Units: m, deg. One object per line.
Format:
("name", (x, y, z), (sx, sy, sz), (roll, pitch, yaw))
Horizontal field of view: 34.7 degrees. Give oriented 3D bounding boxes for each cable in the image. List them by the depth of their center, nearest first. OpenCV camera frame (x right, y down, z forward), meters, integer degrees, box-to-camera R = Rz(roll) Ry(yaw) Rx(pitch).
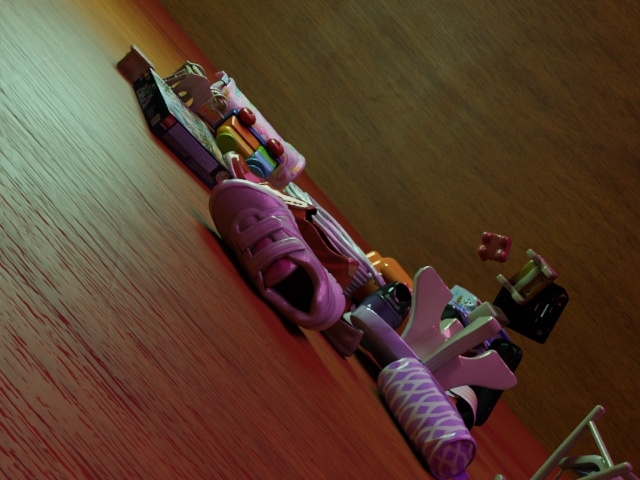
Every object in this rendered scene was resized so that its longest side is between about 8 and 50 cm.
("cable", (0.000, 0.000, 2.077), (0.257, 0.089, 0.257), (42, 8, -46))

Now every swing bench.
("swing bench", (0.493, 0.479, 1.828), (0.253, 0.255, 0.165), (41, 20, -24))

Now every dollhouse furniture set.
("dollhouse furniture set", (-0.291, -0.322, 1.906), (0.161, 0.101, 0.182), (47, 6, -24))
("dollhouse furniture set", (0.326, 0.131, 2.279), (0.201, 0.374, 0.152), (53, 11, 24))

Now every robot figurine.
("robot figurine", (0.149, 0.125, 2.184), (0.128, 0.158, 0.219), (3, 41, -51))

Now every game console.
("game console", (0.408, 0.240, 2.288), (0.044, 0.361, 0.213), (31, -1, -20))

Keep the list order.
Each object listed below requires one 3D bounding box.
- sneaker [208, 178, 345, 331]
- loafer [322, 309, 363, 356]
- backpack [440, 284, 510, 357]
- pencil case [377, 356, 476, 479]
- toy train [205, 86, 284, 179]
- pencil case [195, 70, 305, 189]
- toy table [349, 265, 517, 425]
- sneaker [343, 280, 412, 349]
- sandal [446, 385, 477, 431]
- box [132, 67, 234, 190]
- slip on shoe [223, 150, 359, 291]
("sneaker", (-0.060, 0.017, 1.395), (0.252, 0.103, 0.111), (49, 4, 2))
("loafer", (0.012, 0.112, 1.583), (0.148, 0.050, 0.056), (50, 5, 6))
("backpack", (0.348, 0.253, 2.562), (0.263, 0.213, 0.276), (59, 0, -13))
("pencil case", (0.157, 0.266, 1.543), (0.206, 0.086, 0.088), (-122, -163, -51))
("toy train", (-0.188, -0.215, 2.075), (0.248, 0.105, 0.143), (48, 19, -13))
("pencil case", (-0.159, -0.240, 2.286), (0.284, 0.124, 0.124), (48, 6, -22))
("toy table", (0.197, 0.185, 1.738), (0.274, 0.161, 0.252), (55, -13, -14))
("sneaker", (0.128, 0.137, 1.948), (0.107, 0.124, 0.283), (50, 5, 3))
("sandal", (0.271, 0.317, 2.090), (0.102, 0.076, 0.265), (48, 6, -7))
("box", (-0.235, -0.190, 1.736), (0.159, 0.044, 0.233), (45, 7, -31))
("slip on shoe", (-0.056, -0.038, 1.828), (0.331, 0.101, 0.123), (49, 7, 11))
